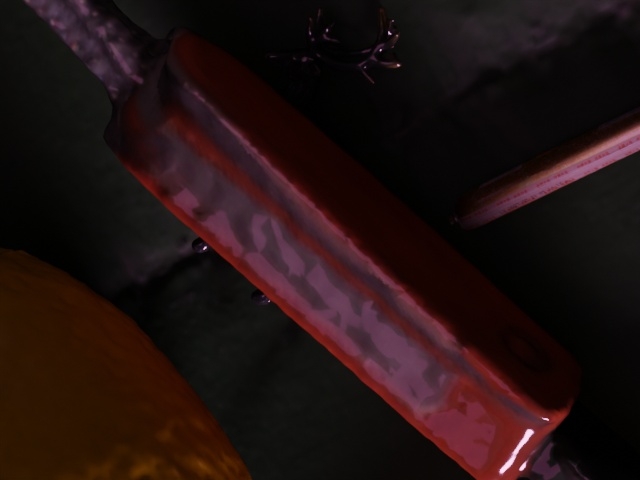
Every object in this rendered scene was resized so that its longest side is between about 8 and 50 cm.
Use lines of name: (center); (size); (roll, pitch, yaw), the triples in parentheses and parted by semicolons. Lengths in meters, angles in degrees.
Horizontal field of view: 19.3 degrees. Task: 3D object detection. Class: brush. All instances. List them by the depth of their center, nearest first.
brush: (0.000, 0.000, 0.670); (0.323, 0.070, 0.051); (43, 112, 3)

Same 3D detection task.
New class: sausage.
sausage: (0.089, -0.027, 0.682); (0.100, 0.015, 0.015); (-27, 93, 26)

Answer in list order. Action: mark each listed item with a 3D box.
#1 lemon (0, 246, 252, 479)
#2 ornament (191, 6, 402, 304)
lemon: (-0.143, 0.130, 0.695); (0.245, 0.245, 0.320); (-40, 73, 26)
ornament: (-0.001, -0.033, 0.711); (0.073, 0.028, 0.125); (39, 117, 9)
